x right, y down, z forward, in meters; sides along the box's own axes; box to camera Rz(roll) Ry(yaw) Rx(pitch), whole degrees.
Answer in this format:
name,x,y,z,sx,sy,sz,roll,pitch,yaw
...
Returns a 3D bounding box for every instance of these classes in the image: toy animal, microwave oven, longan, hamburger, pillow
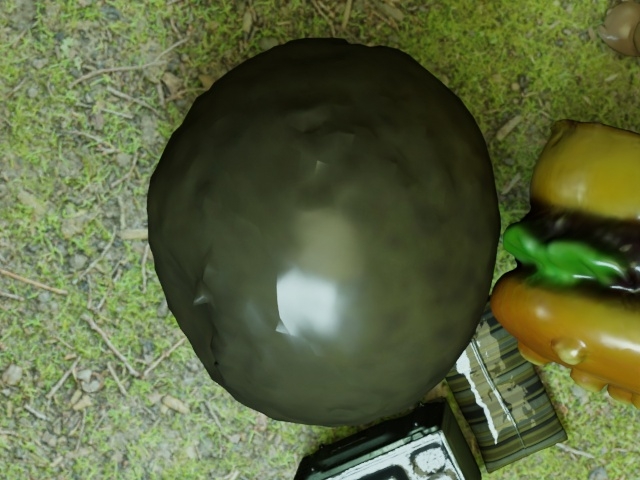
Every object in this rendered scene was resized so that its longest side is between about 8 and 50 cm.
name,x,y,z,sx,sy,sz,roll,pitch,yaw
toy animal,0.392,-0.249,1.801,0.114,0.082,0.091,32,97,-1
microwave oven,0.078,0.288,1.854,0.205,0.163,0.129,-25,94,9
longan,-0.001,-0.003,1.697,0.404,0.404,0.436,8,101,1
hamburger,0.396,0.056,1.696,0.395,0.396,0.277,19,90,0
pillow,0.216,0.177,1.892,0.113,0.038,0.203,-25,96,6
